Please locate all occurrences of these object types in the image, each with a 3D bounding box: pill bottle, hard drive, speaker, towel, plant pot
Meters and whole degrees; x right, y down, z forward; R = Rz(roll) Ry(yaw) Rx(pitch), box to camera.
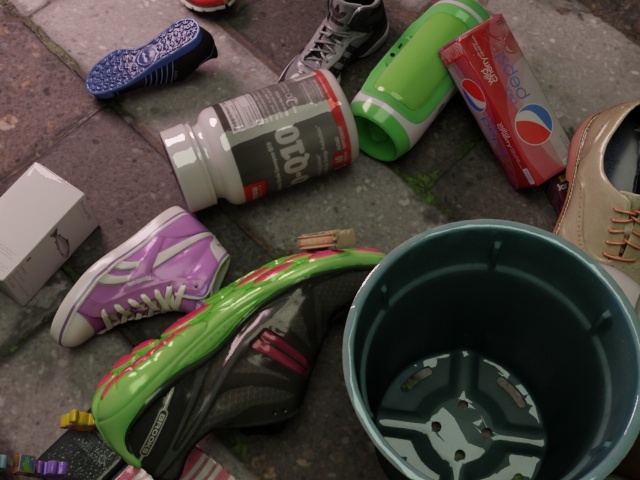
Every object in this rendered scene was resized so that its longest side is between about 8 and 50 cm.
[{"bbox_3d":[-0.096,-0.152,1.442,0.283,0.161,0.161,-21,65,-9],"label":"pill bottle"},{"bbox_3d":[-0.326,0.301,1.294,0.094,0.022,0.135,39,70,18],"label":"hard drive"},{"bbox_3d":[0.165,-0.271,1.518,0.131,0.131,0.296,32,68,16],"label":"speaker"},{"bbox_3d":[-0.187,0.360,1.258,0.197,0.029,0.144,35,70,17],"label":"towel"},{"bbox_3d":[0.197,0.198,1.162,0.341,0.334,0.341,0,64,1],"label":"plant pot"}]

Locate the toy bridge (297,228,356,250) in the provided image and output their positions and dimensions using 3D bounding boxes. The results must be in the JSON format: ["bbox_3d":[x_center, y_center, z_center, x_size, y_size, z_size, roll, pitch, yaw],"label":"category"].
[{"bbox_3d":[0.000,0.000,1.351,0.063,0.188,0.026,-8,90,-12],"label":"toy bridge"}]

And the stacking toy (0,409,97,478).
[{"bbox_3d":[-0.398,0.293,1.194,0.221,0.052,0.167,21,57,-35],"label":"stacking toy"}]

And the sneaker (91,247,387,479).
[{"bbox_3d":[-0.087,0.163,1.300,0.482,0.185,0.202,-33,101,-22],"label":"sneaker"}]

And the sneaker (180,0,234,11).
[{"bbox_3d":[-0.236,-0.532,1.661,0.107,0.118,0.279,-22,65,-9],"label":"sneaker"}]

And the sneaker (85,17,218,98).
[{"bbox_3d":[-0.285,-0.294,1.571,0.232,0.090,0.081,-22,64,14],"label":"sneaker"}]

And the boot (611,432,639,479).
[{"bbox_3d":[0.453,0.310,1.240,0.248,0.090,0.207,-43,78,-8],"label":"boot"}]

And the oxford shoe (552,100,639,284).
[{"bbox_3d":[0.420,-0.014,1.338,0.140,0.146,0.397,5,81,-5],"label":"oxford shoe"}]

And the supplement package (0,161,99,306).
[{"bbox_3d":[-0.447,-0.010,1.408,0.105,0.105,0.179,32,69,16],"label":"supplement package"}]

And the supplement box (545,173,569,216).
[{"bbox_3d":[0.402,-0.063,1.453,0.055,0.043,0.083,-19,64,-8],"label":"supplement box"}]

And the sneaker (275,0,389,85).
[{"bbox_3d":[0.015,-0.338,1.539,0.101,0.153,0.268,38,70,18],"label":"sneaker"}]

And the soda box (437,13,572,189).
[{"bbox_3d":[0.297,-0.216,1.447,0.092,0.083,0.263,-32,97,-14],"label":"soda box"}]

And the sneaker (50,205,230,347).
[{"bbox_3d":[-0.255,0.084,1.362,0.161,0.102,0.282,41,70,16],"label":"sneaker"}]

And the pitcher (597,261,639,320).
[{"bbox_3d":[0.335,0.104,1.279,0.207,0.178,0.125,13,42,28],"label":"pitcher"}]
